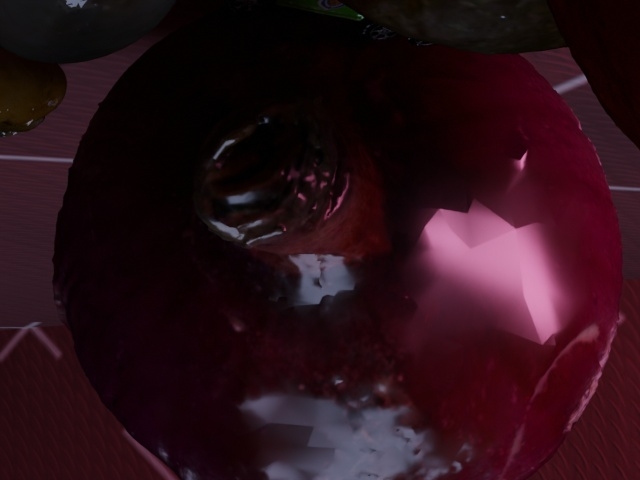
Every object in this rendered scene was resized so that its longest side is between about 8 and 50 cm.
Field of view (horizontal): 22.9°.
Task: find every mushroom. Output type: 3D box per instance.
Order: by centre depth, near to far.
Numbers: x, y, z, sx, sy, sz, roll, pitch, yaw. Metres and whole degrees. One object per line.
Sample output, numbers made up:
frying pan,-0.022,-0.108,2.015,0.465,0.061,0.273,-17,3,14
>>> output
mushroom,-0.119,-0.142,0.717,0.141,0.117,0.188,-12,170,-17

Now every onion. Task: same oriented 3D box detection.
onion,0.000,0.000,0.900,0.347,0.348,0.385,-3,168,9

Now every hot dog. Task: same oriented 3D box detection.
hot dog,-0.239,-0.100,1.073,0.090,0.060,0.140,-14,162,34

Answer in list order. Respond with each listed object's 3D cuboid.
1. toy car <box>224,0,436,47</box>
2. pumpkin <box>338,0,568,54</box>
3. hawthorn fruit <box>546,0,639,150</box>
toy car,0.016,-0.149,0.798,0.165,0.071,0.062,5,154,-36
pumpkin,0.091,-0.154,0.549,0.312,0.148,0.169,-5,176,-5
hawthorn fruit,0.170,-0.137,0.362,0.265,0.265,0.307,-4,128,9
